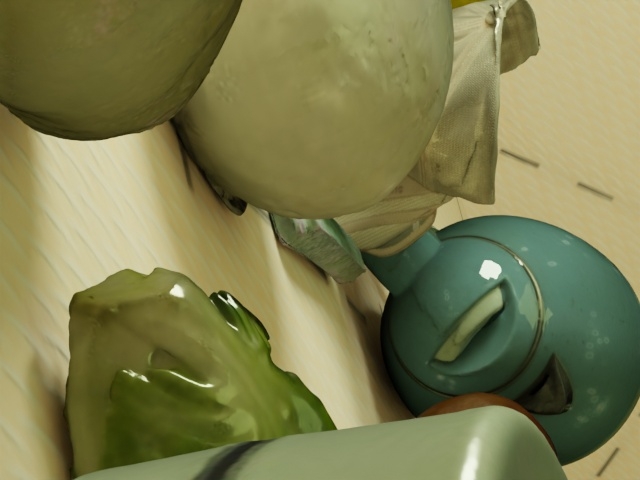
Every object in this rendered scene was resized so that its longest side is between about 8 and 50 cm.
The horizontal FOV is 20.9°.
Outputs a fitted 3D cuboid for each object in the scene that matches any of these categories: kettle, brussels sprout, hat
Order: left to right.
[{"bbox_3d":[-0.049,0.098,0.739,0.139,0.100,0.181,-54,140,-55],"label":"brussels sprout"},{"bbox_3d":[0.081,-0.114,1.498,0.164,0.226,0.219,61,31,-32],"label":"hat"},{"bbox_3d":[0.141,0.064,1.659,0.319,0.247,0.342,43,6,21],"label":"kettle"}]

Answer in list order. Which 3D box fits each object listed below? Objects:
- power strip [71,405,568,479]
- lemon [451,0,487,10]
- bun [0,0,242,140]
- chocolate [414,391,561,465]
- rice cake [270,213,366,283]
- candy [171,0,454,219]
[{"bbox_3d":[0.020,0.234,0.560,0.357,0.161,0.358,-12,90,-75],"label":"power strip"},{"bbox_3d":[0.072,-0.288,1.610,0.293,0.293,0.293,-16,90,-81],"label":"lemon"},{"bbox_3d":[-0.096,-0.169,0.691,0.273,0.168,0.273,-16,90,-89],"label":"bun"},{"bbox_3d":[0.120,0.213,1.426,0.177,0.176,0.177,-16,90,-81],"label":"chocolate"},{"bbox_3d":[0.000,0.000,1.393,0.043,0.034,0.211,67,7,16],"label":"rice cake"},{"bbox_3d":[-0.009,-0.148,1.132,0.295,0.185,0.296,-11,90,-82],"label":"candy"}]
